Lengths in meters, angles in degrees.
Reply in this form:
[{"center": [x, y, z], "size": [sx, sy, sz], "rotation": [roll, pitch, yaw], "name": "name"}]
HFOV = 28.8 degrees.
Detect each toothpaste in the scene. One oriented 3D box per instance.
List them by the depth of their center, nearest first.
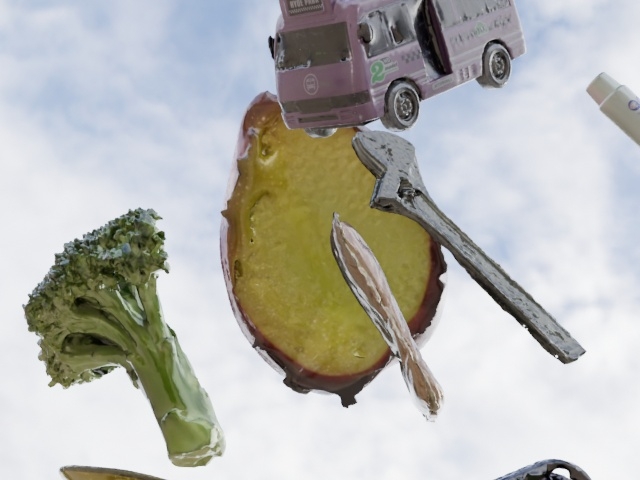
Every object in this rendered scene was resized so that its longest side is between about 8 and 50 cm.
[{"center": [0.323, -0.068, 1.116], "size": [0.218, 0.052, 0.033], "rotation": [46, -51, 10], "name": "toothpaste"}]

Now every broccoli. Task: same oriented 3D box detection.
[{"center": [-0.301, 0.175, 1.965], "size": [0.275, 0.353, 0.397], "rotation": [-30, -84, -11], "name": "broccoli"}]

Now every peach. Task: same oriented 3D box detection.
[{"center": [0.000, 0.000, 1.472], "size": [0.257, 0.201, 0.362], "rotation": [-25, -89, -3], "name": "peach"}]

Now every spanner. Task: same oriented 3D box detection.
[{"center": [0.149, 0.008, 1.281], "size": [0.325, 0.093, 0.026], "rotation": [45, -39, 2], "name": "spanner"}]

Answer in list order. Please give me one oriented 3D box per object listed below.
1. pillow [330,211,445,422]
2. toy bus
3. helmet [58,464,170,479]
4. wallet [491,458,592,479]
[{"center": [0.061, 0.074, 1.173], "size": [0.034, 0.211, 0.135], "rotation": [-26, -13, -6], "name": "pillow"}, {"center": [0.049, -0.131, 0.817], "size": [0.087, 0.178, 0.098], "rotation": [1, -69, 44], "name": "toy bus"}, {"center": [-0.232, 0.386, 1.578], "size": [0.257, 0.140, 0.205], "rotation": [4, -32, 22], "name": "helmet"}, {"center": [0.030, 0.228, 0.816], "size": [0.071, 0.221, 0.262], "rotation": [61, -35, 14], "name": "wallet"}]
